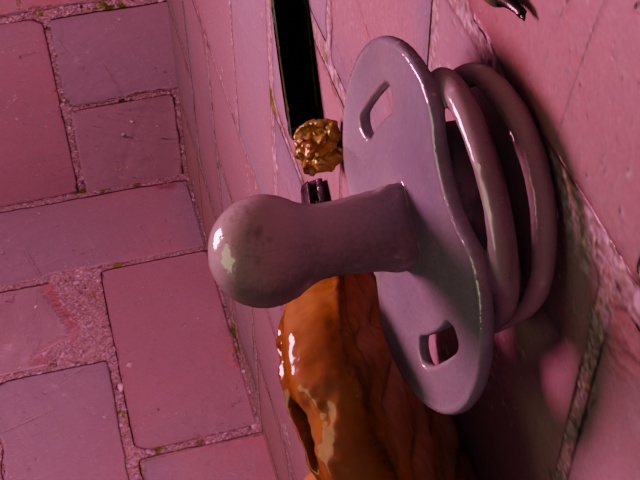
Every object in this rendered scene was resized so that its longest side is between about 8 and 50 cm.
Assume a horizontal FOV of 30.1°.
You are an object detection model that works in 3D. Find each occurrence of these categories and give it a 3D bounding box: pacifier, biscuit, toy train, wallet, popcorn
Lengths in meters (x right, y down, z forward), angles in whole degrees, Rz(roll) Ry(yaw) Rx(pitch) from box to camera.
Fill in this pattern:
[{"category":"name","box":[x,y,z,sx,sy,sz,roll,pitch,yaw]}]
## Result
[{"category":"pacifier","box":[0.030,-0.008,0.898,0.244,0.233,0.299,122,135,-71]},{"category":"biscuit","box":[0.050,0.164,1.085,0.296,0.102,0.296,57,-162,-30]},{"category":"toy train","box":[-0.033,-0.235,1.511,0.042,0.044,0.209,-125,26,-69]},{"category":"wallet","box":[0.001,0.000,1.629,0.111,0.030,0.165,161,99,-84]},{"category":"popcorn","box":[-0.004,-0.117,1.449,0.083,0.060,0.068,103,155,-47]}]

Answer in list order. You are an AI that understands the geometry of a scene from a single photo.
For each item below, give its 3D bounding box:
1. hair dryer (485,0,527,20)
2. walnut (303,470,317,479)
[{"category":"hair dryer","box":[0.105,-0.190,0.840,0.150,0.047,0.071,-123,24,-47]},{"category":"walnut","box":[0.054,0.294,1.250,0.197,0.165,0.165,-23,-76,-63]}]
